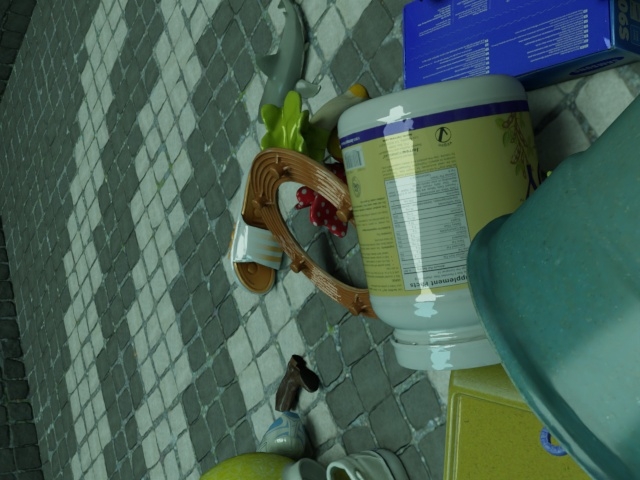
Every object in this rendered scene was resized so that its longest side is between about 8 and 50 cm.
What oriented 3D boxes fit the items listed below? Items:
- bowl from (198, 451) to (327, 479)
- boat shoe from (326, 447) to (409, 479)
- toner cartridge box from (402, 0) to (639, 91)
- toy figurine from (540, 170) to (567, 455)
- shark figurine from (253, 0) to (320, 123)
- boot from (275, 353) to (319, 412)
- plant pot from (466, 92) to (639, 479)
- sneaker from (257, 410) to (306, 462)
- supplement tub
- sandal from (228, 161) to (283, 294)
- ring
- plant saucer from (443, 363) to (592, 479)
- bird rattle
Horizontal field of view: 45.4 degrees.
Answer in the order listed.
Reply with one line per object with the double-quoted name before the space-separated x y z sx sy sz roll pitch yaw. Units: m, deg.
"bowl" -0.049 0.450 1.252 0.156 0.289 0.289 -43 51 12
"boat shoe" 0.095 0.484 1.119 0.136 0.157 0.367 -48 52 40
"toner cartridge box" 0.257 -0.285 1.034 0.348 0.075 0.165 -6 84 52
"toy figurine" 0.294 0.125 0.808 0.217 0.191 0.362 -46 44 12
"shark figurine" -0.084 -0.366 1.455 0.166 0.116 0.278 9 96 51
"boot" -0.048 0.285 1.417 0.114 0.037 0.106 -66 29 20
"plant pot" 0.316 -0.024 0.431 0.334 0.341 0.341 -59 45 30
"sneaker" -0.085 0.411 1.437 0.086 0.085 0.237 -78 12 -52
"supplement tub" 0.165 -0.023 0.972 0.241 0.241 0.331 -7 95 52
"sandal" -0.114 -0.028 1.474 0.076 0.102 0.265 -4 82 55
"ring" 0.000 0.000 1.213 0.337 0.032 0.336 37 153 22
"plant saucer" 0.268 0.317 0.971 0.333 0.081 0.332 3 90 52
"bird rattle" 0.029 -0.135 1.231 0.207 0.253 0.143 -40 39 -3
